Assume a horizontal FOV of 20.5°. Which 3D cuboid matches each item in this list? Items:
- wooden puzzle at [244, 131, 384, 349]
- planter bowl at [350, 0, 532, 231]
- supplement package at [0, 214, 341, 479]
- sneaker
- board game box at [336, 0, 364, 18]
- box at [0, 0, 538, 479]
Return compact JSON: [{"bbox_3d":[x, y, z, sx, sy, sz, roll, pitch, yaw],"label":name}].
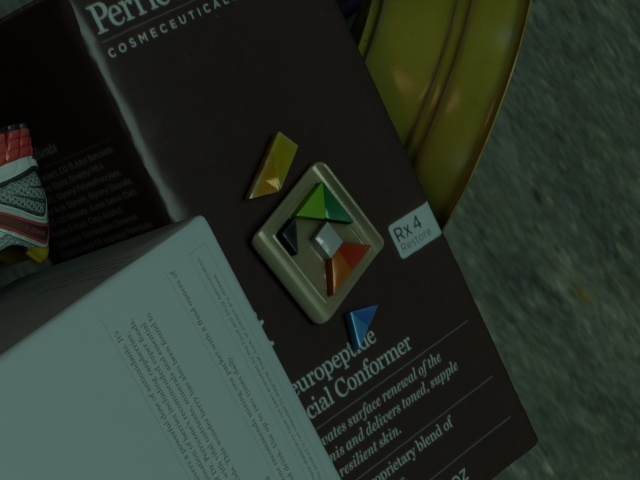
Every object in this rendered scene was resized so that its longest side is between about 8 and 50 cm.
[{"bbox_3d":[0.000,0.000,1.003,0.116,0.014,0.078,47,55,-22],"label":"wooden puzzle"},{"bbox_3d":[0.057,-0.103,1.153,0.090,0.217,0.217,19,66,-7],"label":"planter bowl"},{"bbox_3d":[-0.161,0.141,0.886,0.293,0.175,0.178,-38,105,-47],"label":"supplement package"},{"bbox_3d":[-0.233,0.013,0.940,0.225,0.088,0.093,-28,106,-36],"label":"sneaker"},{"bbox_3d":[-0.025,-0.223,1.188,0.141,0.048,0.170,-37,104,-36],"label":"board game box"},{"bbox_3d":[-0.038,0.007,1.068,0.191,0.143,0.381,-32,99,-39],"label":"box"}]
